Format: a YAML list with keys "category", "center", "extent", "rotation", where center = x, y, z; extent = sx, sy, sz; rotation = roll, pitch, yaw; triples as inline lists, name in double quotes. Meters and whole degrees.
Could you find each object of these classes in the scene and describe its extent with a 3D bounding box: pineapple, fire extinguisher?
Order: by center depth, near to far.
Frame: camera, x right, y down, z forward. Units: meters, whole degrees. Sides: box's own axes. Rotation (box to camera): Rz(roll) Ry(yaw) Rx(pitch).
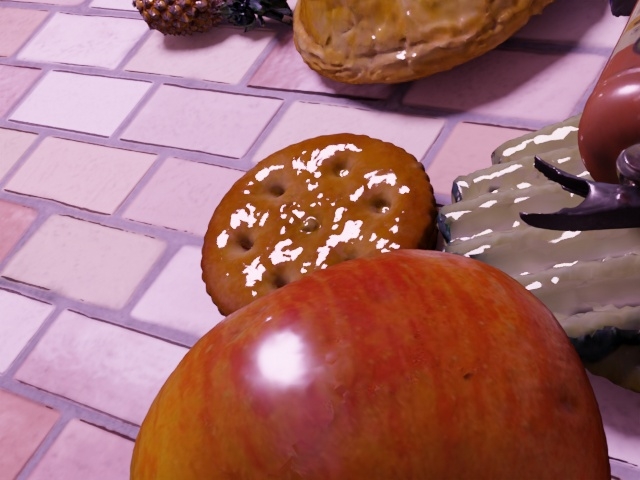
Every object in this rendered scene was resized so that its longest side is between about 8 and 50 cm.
- category: "fire extinguisher"
  center: [0.294, -0.122, 0.867]
  extent: [0.200, 0.113, 0.376]
  rotation: [4, 44, 34]
- category: "pineapple"
  center: [-0.127, -0.279, 1.358]
  extent: [0.221, 0.103, 0.083]
  rotation: [3, 39, 33]

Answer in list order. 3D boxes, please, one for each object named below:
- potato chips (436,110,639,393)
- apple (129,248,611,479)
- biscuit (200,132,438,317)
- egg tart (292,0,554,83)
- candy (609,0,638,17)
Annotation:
- category: "potato chips"
  center: [0.291, -0.017, 0.891]
  extent: [0.429, 0.070, 0.358]
  rotation: [-9, 41, 19]
- category: "apple"
  center: [0.038, 0.166, 0.702]
  extent: [0.301, 0.301, 0.301]
  rotation: [-16, 44, 16]
- category: "biscuit"
  center: [0.000, 0.000, 1.043]
  extent: [0.220, 0.066, 0.220]
  rotation: [-15, 47, 17]
- category: "egg tart"
  center: [0.102, -0.308, 1.199]
  extent: [0.339, 0.153, 0.352]
  rotation: [5, 58, 36]
- category: "candy"
  center: [0.296, -0.338, 1.175]
  extent: [0.061, 0.088, 0.312]
  rotation: [-1, 46, 6]
